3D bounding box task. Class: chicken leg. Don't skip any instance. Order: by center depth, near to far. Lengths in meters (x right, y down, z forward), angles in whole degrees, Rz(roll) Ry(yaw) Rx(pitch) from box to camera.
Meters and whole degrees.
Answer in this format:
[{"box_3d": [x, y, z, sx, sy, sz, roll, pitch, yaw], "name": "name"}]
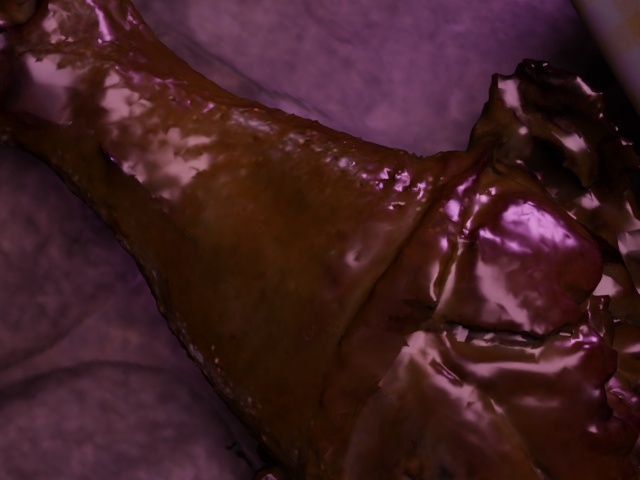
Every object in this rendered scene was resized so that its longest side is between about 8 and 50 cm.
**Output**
[{"box_3d": [0.014, -0.003, 0.738, 0.211, 0.140, 0.361, -39, 88, -7], "name": "chicken leg"}]

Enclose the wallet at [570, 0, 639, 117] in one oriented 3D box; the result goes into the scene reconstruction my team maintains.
[{"box_3d": [0.213, -0.042, 0.768, 0.223, 0.077, 0.309, -22, 81, -50], "name": "wallet"}]
